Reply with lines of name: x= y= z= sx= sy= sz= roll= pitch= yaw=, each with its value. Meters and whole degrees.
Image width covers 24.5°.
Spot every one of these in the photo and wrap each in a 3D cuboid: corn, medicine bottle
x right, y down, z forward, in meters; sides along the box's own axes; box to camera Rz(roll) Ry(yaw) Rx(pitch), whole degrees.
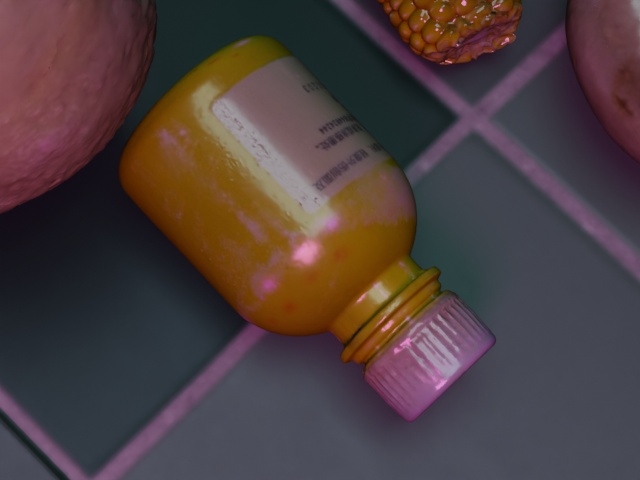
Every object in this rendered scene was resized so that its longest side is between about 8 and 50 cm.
corn: x=0.030 y=-0.251 z=0.896 sx=0.101 sy=0.101 sz=0.310 roll=-17 pitch=78 yaw=-9
medicine bottle: x=0.000 y=0.000 z=0.808 sx=0.122 sy=0.122 sz=0.212 roll=-42 pitch=82 yaw=-14

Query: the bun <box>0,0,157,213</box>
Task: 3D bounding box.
bun: x=-0.268 y=-0.125 z=0.709 sx=0.364 sy=0.364 sz=0.202 roll=34 pitch=86 yaw=5

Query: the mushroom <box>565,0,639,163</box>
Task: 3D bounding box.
mushroom: x=0.237 y=-0.124 z=0.833 sx=0.206 sy=0.209 sz=0.206 roll=0 pitch=90 yaw=17
